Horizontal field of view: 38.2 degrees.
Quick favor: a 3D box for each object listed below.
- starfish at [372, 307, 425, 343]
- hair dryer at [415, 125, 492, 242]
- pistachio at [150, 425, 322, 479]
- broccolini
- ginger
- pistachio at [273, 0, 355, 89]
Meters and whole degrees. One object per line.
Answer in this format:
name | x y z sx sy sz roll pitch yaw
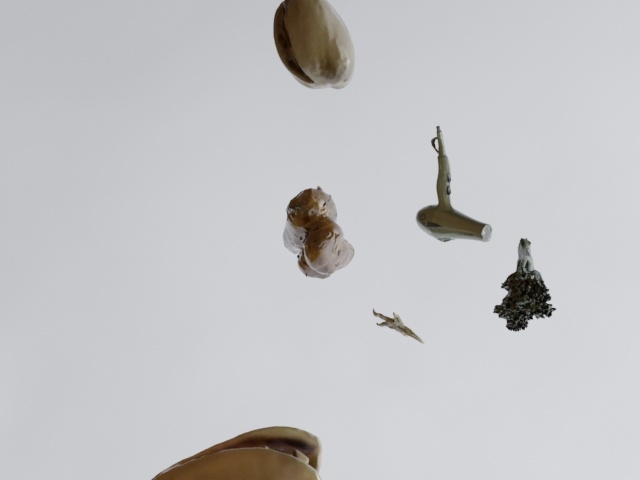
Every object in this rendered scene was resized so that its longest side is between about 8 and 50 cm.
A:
starfish | 0.114 0.125 1.343 0.016 0.092 0.086 -58 177 -15
hair dryer | 0.242 -0.081 1.604 0.167 0.067 0.199 34 -54 43
pistachio | -0.092 0.274 0.940 0.229 0.157 0.157 -35 -139 14
broccolini | 0.247 0.039 1.159 0.074 0.058 0.201 -36 -160 20
ginger | 0.000 0.000 1.183 0.073 0.162 0.103 -25 -105 -13
pistachio | -0.007 -0.279 1.296 0.113 0.149 0.113 -18 -167 4
